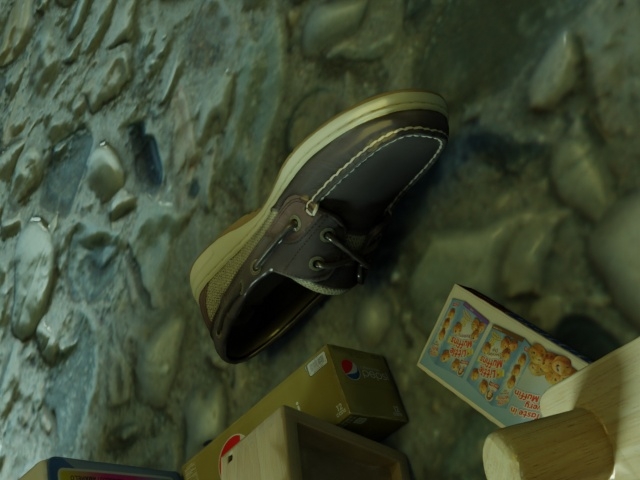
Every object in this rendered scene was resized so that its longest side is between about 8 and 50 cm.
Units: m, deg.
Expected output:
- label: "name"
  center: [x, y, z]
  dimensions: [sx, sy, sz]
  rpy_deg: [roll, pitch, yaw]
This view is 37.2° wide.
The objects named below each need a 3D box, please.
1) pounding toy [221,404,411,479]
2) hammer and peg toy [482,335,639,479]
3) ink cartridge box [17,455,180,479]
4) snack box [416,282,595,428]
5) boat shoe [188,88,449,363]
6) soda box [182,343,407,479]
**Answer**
- label: "pounding toy"
  center: [0.005, 0.206, 0.620]
  dimensions: [0.100, 0.141, 0.130]
  rpy_deg: [-43, 35, 29]
- label: "hammer and peg toy"
  center: [0.175, 0.170, 0.393]
  dimensions: [0.361, 0.127, 0.266]
  rpy_deg: [120, 136, -62]
- label: "ink cartridge box"
  center: [-0.208, 0.414, 0.751]
  dimensions: [0.270, 0.151, 0.395]
  rpy_deg: [-40, 49, 32]
- label: "snack box"
  center: [0.133, 0.091, 0.584]
  dimensions: [0.178, 0.022, 0.064]
  rpy_deg: [34, 104, 47]
- label: "boat shoe"
  center: [0.000, 0.000, 0.708]
  dimensions: [0.285, 0.103, 0.092]
  rpy_deg: [-40, 56, 37]
- label: "soda box"
  center: [-0.024, 0.152, 0.706]
  dimensions: [0.181, 0.061, 0.058]
  rpy_deg: [-43, 50, 30]
